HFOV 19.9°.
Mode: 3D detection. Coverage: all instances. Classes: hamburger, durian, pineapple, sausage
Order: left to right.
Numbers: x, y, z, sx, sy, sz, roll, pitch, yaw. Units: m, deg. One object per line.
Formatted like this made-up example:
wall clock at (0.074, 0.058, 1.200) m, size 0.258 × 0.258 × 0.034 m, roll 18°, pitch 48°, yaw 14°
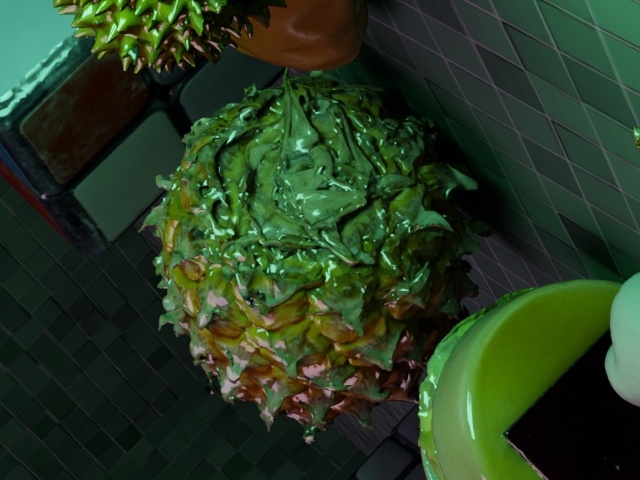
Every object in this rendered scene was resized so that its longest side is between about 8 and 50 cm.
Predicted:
durian at (-0.105, -0.261, 1.273) m, size 0.258 × 0.293 × 0.258 m, roll 10°, pitch 133°, yaw 11°
sausage at (-0.032, -0.224, 1.537) m, size 0.136 × 0.120 × 0.241 m, roll 6°, pitch 161°, yaw 13°
pineapple at (0.000, 0.002, 1.799) m, size 0.352 × 0.352 × 0.300 m, roll 41°, pitch 160°, yaw 18°
hamburger at (0.234, 0.172, 1.662) m, size 0.300 × 0.300 × 0.176 m, roll 43°, pitch 157°, yaw 8°

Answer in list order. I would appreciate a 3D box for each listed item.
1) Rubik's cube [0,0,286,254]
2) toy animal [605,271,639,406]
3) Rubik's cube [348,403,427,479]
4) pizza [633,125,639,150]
Rubik's cube at (-0.258, -0.232, 1.836) m, size 0.318 × 0.313 × 0.316 m, roll 40°, pitch 169°, yaw 25°
toy animal at (0.324, 0.105, 1.452) m, size 0.193 × 0.127 × 0.178 m, roll 49°, pitch 167°, yaw -20°
Rubik's cube at (0.252, 0.396, 2.310) m, size 0.344 × 0.337 × 0.344 m, roll 52°, pitch 167°, yaw -32°
pizza at (0.265, -0.045, 1.358) m, size 0.099 × 0.029 × 0.100 m, roll 43°, pitch 170°, yaw 10°
